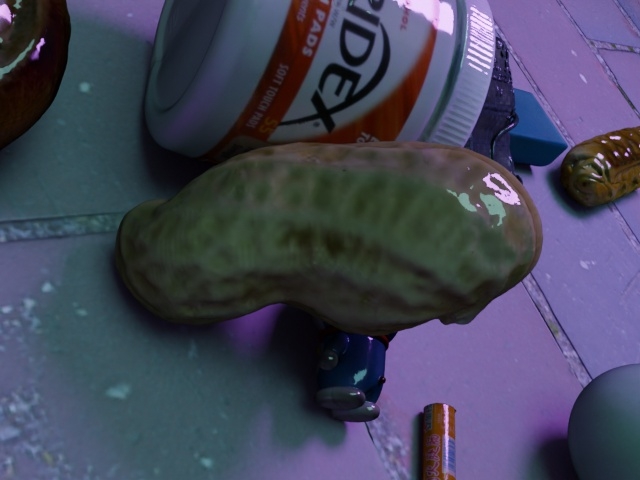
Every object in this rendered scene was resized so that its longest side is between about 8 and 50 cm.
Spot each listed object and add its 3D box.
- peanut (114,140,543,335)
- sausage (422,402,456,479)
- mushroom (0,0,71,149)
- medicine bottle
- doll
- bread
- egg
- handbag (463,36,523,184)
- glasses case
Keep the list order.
[{"bbox_3d":[0.000,0.000,0.546,0.140,0.324,0.153,-65,147,-73],"label":"peanut"},{"bbox_3d":[0.105,0.197,0.635,0.031,0.031,0.107,28,45,-19],"label":"sausage"},{"bbox_3d":[-0.304,-0.156,0.488,0.253,0.153,0.253,21,50,-27],"label":"mushroom"},{"bbox_3d":[-0.010,-0.173,0.662,0.240,0.252,0.253,16,50,-29],"label":"medicine bottle"},{"bbox_3d":[0.030,0.079,0.629,0.114,0.085,0.152,50,39,-51],"label":"doll"},{"bbox_3d":[0.459,-0.117,1.118,0.087,0.098,0.269,20,27,38],"label":"bread"},{"bbox_3d":[0.350,0.221,0.709,0.231,0.168,0.168,39,42,-13],"label":"egg"},{"bbox_3d":[0.182,-0.111,0.841,0.175,0.088,0.271,-8,95,-46],"label":"handbag"},{"bbox_3d":[0.199,-0.168,0.968,0.300,0.070,0.117,4,52,-35],"label":"glasses case"}]
